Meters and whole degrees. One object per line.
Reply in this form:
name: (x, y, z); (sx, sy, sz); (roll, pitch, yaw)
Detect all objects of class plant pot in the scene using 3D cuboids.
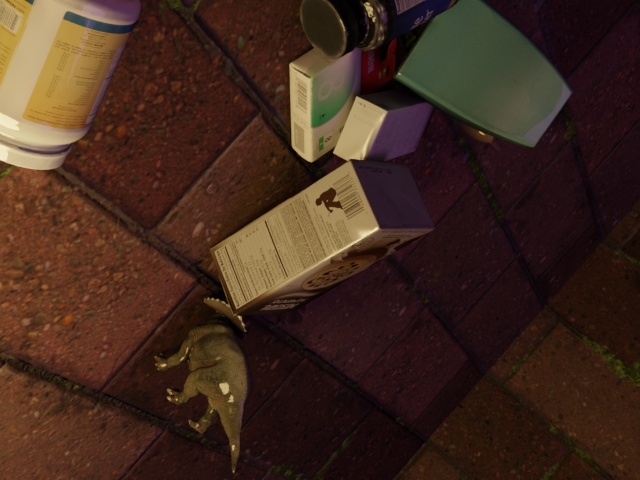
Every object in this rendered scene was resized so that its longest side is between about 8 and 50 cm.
plant pot: (0.252, -0.249, 1.674); (0.165, 0.234, 0.166); (-55, -177, 5)

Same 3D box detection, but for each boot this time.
boot: (-0.040, 0.105, 1.966); (0.106, 0.037, 0.114); (-35, 149, 2)

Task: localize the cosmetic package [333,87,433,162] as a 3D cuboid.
cosmetic package: (0.104, -0.182, 1.730); (0.239, 0.060, 0.099); (-24, 138, -64)

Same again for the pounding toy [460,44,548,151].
pounding toy: (0.268, -0.251, 1.872); (0.269, 0.154, 0.155); (-47, 160, -49)

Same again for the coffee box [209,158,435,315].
coffee box: (0.000, 0.000, 1.678); (0.297, 0.119, 0.168); (-32, 163, 31)

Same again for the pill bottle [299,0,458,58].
pill bottle: (0.083, -0.335, 1.503); (0.219, 0.123, 0.123); (-33, 148, -28)

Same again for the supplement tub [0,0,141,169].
supplement tub: (-0.284, -0.189, 1.128); (0.144, 0.144, 0.200); (-4, 129, -54)

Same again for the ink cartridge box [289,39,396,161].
ink cartridge box: (0.051, -0.242, 1.650); (0.224, 0.056, 0.181); (-35, 150, -23)

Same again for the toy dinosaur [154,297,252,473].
toy dinosaur: (-0.166, 0.205, 1.735); (0.121, 0.314, 0.160); (26, 129, -35)
